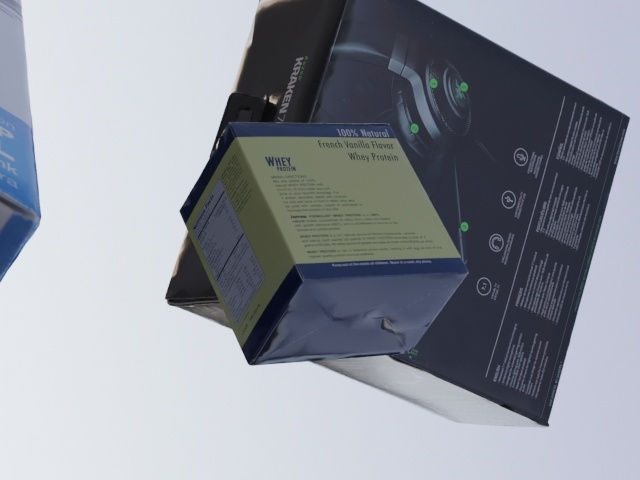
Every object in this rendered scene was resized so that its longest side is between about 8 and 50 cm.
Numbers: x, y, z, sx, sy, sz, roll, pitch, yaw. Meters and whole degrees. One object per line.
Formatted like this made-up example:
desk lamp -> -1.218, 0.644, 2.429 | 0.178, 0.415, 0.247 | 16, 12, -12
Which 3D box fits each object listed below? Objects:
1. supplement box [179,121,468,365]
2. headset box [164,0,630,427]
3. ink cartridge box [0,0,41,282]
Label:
supplement box -> 0.000, 0.000, 0.810 | 0.056, 0.083, 0.083 | -57, -132, 40
headset box -> 0.052, -0.027, 1.403 | 0.131, 0.283, 0.246 | -5, -115, 57
ink cartridge box -> -0.223, -0.021, 0.778 | 0.223, 0.129, 0.307 | -55, -157, 18
